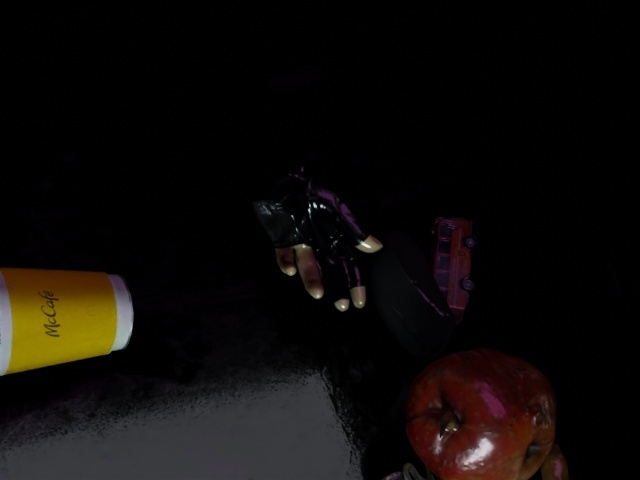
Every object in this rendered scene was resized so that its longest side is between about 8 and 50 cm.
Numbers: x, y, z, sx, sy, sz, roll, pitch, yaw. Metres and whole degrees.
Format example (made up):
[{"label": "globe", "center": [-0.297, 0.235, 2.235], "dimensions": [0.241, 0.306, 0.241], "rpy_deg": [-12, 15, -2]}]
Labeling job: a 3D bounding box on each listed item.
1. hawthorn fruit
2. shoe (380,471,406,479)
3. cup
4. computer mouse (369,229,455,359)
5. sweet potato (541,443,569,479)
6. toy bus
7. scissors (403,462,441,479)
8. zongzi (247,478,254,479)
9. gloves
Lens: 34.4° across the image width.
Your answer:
[{"label": "hawthorn fruit", "center": [0.271, 0.299, 1.767], "dimensions": [0.262, 0.258, 0.258], "rpy_deg": [30, 46, -25]}, {"label": "shoe", "center": [0.097, 0.455, 1.684], "dimensions": [0.180, 0.089, 0.092], "rpy_deg": [-32, 69, -33]}, {"label": "cup", "center": [-0.457, 0.126, 1.675], "dimensions": [0.280, 0.196, 0.196], "rpy_deg": [-2, 55, -31]}, {"label": "computer mouse", "center": [0.154, 0.101, 1.943], "dimensions": [0.086, 0.137, 0.269], "rpy_deg": [-6, 56, -29]}, {"label": "sweet potato", "center": [0.415, 0.451, 1.832], "dimensions": [0.056, 0.056, 0.195], "rpy_deg": [17, 56, -7]}, {"label": "toy bus", "center": [0.259, 0.055, 2.062], "dimensions": [0.096, 0.073, 0.235], "rpy_deg": [11, 52, -4]}, {"label": "scissors", "center": [0.201, 0.455, 1.737], "dimensions": [0.133, 0.020, 0.187], "rpy_deg": [7, 54, -60]}, {"label": "zongzi", "center": [-0.049, 0.486, 1.636], "dimensions": [0.178, 0.081, 0.189], "rpy_deg": [21, 32, -32]}, {"label": "gloves", "center": [0.000, -0.005, 1.947], "dimensions": [0.152, 0.197, 0.301], "rpy_deg": [-5, 68, -64]}]
